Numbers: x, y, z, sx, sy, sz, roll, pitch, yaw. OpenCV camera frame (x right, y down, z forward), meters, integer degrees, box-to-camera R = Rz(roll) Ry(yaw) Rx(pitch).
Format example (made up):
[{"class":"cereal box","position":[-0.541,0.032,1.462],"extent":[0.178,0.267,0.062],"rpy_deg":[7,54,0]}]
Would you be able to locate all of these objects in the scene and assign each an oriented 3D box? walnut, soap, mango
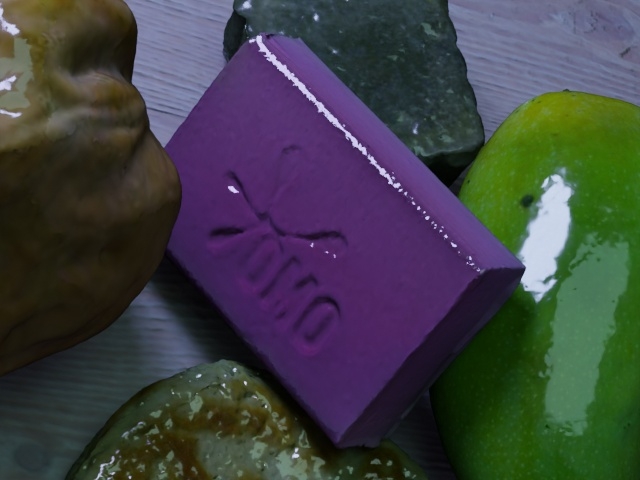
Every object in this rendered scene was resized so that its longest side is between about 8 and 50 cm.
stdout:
[{"class":"walnut","position":[-0.275,-0.049,1.139],"extent":[0.344,0.306,0.306],"rpy_deg":[-21,73,-19]},{"class":"soap","position":[-0.001,0.000,1.258],"extent":[0.259,0.181,0.081],"rpy_deg":[48,23,21]},{"class":"mango","position":[0.196,0.062,1.325],"extent":[0.225,0.201,0.382],"rpy_deg":[25,59,-25]}]

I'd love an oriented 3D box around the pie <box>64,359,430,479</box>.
[{"class":"pie","position":[-0.043,0.219,1.221],"extent":[0.302,0.067,0.302],"rpy_deg":[9,62,-18]}]

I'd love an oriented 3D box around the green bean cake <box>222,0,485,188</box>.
[{"class":"green bean cake","position":[0.021,-0.123,1.414],"extent":[0.185,0.094,0.183],"rpy_deg":[-3,65,-23]}]
